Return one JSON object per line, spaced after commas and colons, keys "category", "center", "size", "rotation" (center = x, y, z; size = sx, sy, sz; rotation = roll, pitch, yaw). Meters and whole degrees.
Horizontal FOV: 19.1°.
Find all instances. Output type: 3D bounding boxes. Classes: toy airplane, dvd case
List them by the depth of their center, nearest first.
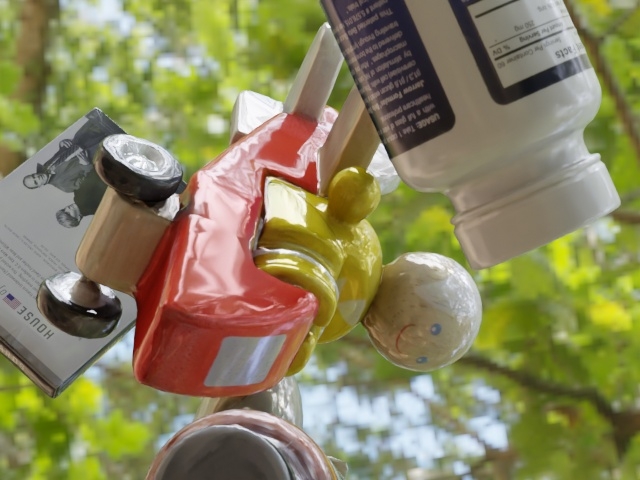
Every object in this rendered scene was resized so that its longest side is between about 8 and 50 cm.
{"category": "toy airplane", "center": [0.000, 0.000, 1.397], "size": [0.272, 0.384, 0.386], "rotation": [30, -18, 9]}
{"category": "dvd case", "center": [-0.215, 0.005, 1.667], "size": [0.179, 0.238, 0.029], "rotation": [40, -33, 10]}

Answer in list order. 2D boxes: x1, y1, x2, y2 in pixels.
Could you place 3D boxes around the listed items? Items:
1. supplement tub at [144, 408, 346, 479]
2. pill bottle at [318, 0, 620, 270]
{"category": "supplement tub", "center": [-0.036, 0.148, 1.007], "size": [0.198, 0.106, 0.106], "rotation": [64, 10, -72]}
{"category": "pill bottle", "center": [0.060, -0.077, 0.797], "size": [0.094, 0.094, 0.169], "rotation": [-23, -89, 60]}
